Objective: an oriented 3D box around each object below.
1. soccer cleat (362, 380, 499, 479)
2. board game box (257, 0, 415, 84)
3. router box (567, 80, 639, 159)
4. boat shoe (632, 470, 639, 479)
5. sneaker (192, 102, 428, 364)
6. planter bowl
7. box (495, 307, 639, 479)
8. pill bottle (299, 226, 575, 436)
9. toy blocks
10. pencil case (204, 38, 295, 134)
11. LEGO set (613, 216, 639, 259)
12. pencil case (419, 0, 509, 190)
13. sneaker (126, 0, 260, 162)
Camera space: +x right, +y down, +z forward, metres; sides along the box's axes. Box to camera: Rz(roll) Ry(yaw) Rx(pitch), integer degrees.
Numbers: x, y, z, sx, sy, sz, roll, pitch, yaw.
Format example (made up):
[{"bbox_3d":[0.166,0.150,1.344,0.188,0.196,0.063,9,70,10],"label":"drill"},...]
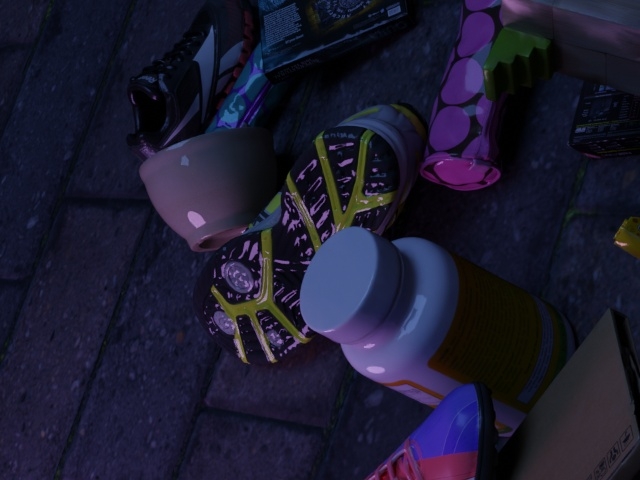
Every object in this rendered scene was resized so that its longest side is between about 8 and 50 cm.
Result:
[{"bbox_3d":[0.071,0.238,1.703,0.318,0.116,0.108,110,166,-45],"label":"soccer cleat"},{"bbox_3d":[0.016,-0.266,2.236,0.186,0.026,0.126,-21,50,19],"label":"board game box"},{"bbox_3d":[0.297,-0.129,1.825,0.122,0.038,0.092,-4,66,51],"label":"router box"},{"bbox_3d":[0.265,0.167,1.592,0.355,0.132,0.130,-52,35,14],"label":"boat shoe"},{"bbox_3d":[0.000,0.000,2.072,0.384,0.145,0.147,-46,-5,41],"label":"sneaker"},{"bbox_3d":[-0.118,-0.052,2.231,0.162,0.162,0.109,-28,74,40],"label":"planter bowl"},{"bbox_3d":[0.200,0.175,1.564,0.201,0.021,0.164,-58,19,31],"label":"box"},{"bbox_3d":[0.104,0.078,1.756,0.136,0.246,0.136,-31,46,38],"label":"pill bottle"},{"bbox_3d":[0.335,-0.263,1.701,0.261,0.190,0.381,18,63,19],"label":"toy blocks"},{"bbox_3d":[-0.075,-0.175,2.317,0.151,0.064,0.070,-59,19,7],"label":"pencil case"},{"bbox_3d":[0.307,-0.013,1.614,0.227,0.093,0.087,-50,-11,-49],"label":"LEGO set"},{"bbox_3d":[0.167,-0.157,1.969,0.098,0.095,0.209,-3,68,51],"label":"pencil case"},{"bbox_3d":[-0.164,-0.202,2.389,0.098,0.135,0.276,-6,62,53],"label":"sneaker"}]
